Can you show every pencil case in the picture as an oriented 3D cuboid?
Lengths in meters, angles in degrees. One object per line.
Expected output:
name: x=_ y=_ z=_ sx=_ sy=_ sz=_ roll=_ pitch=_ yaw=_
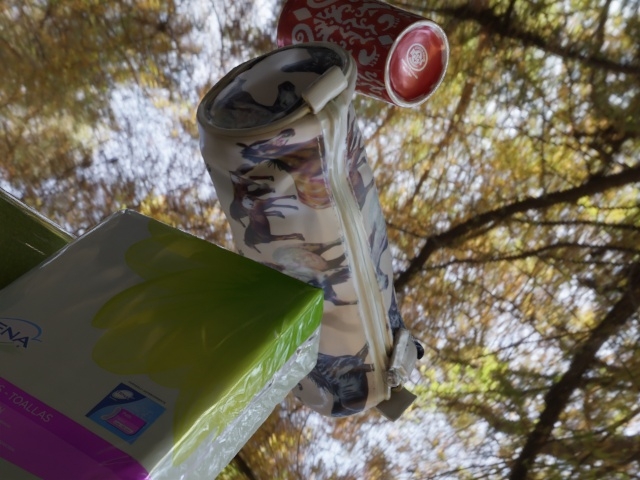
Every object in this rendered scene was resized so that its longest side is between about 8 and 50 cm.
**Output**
pencil case: x=0.000 y=0.000 z=0.868 sx=0.184 sy=0.410 sz=0.160 roll=17 pitch=-133 yaw=38

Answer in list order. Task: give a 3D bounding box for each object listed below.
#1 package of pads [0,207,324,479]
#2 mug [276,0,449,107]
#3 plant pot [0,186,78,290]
package of pads: x=-0.169 y=0.107 z=0.659 sx=0.229 sy=0.101 sz=0.296 roll=22 pitch=-138 yaw=25
mug: x=0.061 y=-0.212 z=0.905 sx=0.150 sy=0.113 sz=0.169 roll=-7 pitch=-153 yaw=-38
plant pot: x=-0.338 y=0.055 z=0.800 sx=0.276 sy=0.254 sz=0.276 roll=-14 pitch=-118 yaw=29
